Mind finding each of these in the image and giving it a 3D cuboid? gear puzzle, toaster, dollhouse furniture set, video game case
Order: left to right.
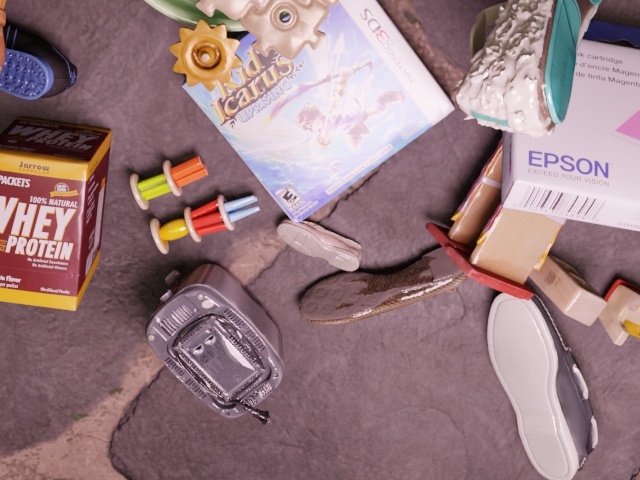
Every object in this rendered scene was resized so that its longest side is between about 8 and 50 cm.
[{"bbox_3d":[-0.133,0.137,1.566,0.129,0.146,0.227,-40,105,13],"label":"toaster"},{"bbox_3d":[-0.050,-0.308,1.311,0.175,0.044,0.339,34,108,-14],"label":"gear puzzle"},{"bbox_3d":[-0.002,-0.194,1.497,0.269,0.061,0.244,-36,105,11],"label":"video game case"},{"bbox_3d":[0.358,-0.005,1.546,0.374,0.152,0.201,23,108,-27],"label":"dollhouse furniture set"}]

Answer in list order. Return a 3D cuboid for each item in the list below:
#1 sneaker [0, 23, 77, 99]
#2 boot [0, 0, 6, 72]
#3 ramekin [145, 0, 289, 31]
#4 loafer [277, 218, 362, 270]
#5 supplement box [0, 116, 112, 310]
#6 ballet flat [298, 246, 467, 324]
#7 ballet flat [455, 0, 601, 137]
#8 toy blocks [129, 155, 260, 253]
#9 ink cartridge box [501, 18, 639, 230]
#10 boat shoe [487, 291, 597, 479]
[{"bbox_3d":[-0.425,-0.245,1.469,0.232,0.090,0.081,29,109,12],"label":"sneaker"},{"bbox_3d":[-0.468,-0.254,1.403,0.197,0.073,0.152,12,96,18],"label":"boot"},{"bbox_3d":[-0.110,-0.415,1.370,0.303,0.148,0.303,0,109,-1],"label":"ramekin"},{"bbox_3d":[0.000,0.000,1.582,0.125,0.039,0.045,27,140,-7],"label":"loafer"},{"bbox_3d":[-0.357,-0.040,1.476,0.129,0.191,0.194,8,109,-4],"label":"supplement box"},{"bbox_3d":[0.093,0.072,1.592,0.250,0.084,0.058,-18,140,2],"label":"ballet flat"},{"bbox_3d":[0.254,-0.290,1.343,0.147,0.409,0.147,17,146,12],"label":"ballet flat"},{"bbox_3d":[-0.168,-0.060,1.545,0.148,0.054,0.123,-20,109,6],"label":"toy blocks"},{"bbox_3d":[0.386,-0.161,1.389,0.324,0.330,0.071,9,149,-4],"label":"ink cartridge box"},{"bbox_3d":[0.321,0.196,1.627,0.114,0.091,0.302,7,119,44],"label":"boat shoe"}]
